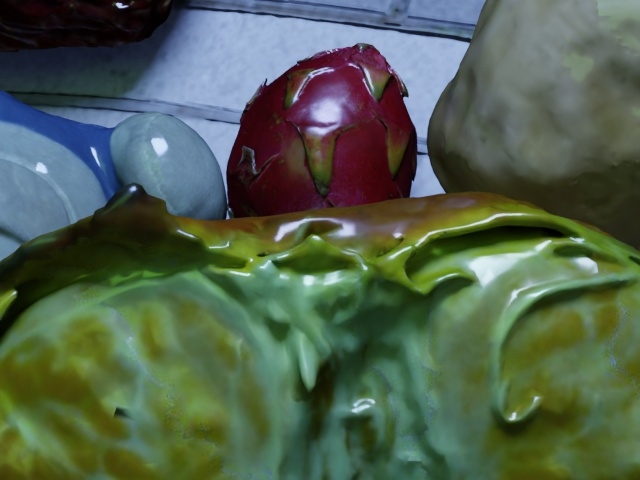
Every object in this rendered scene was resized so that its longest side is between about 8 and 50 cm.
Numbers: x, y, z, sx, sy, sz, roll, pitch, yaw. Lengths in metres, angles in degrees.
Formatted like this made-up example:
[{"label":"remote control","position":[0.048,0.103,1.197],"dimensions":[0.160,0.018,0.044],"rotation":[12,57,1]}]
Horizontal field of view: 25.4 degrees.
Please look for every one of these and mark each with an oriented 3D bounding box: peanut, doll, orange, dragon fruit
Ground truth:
[{"label":"peanut","position":[0.213,-0.131,0.605],"dimensions":[0.387,0.169,0.192],"rotation":[-37,67,4]},{"label":"doll","position":[-0.165,0.044,0.643],"dimensions":[0.154,0.228,0.258],"rotation":[-38,35,50]},{"label":"orange","position":[0.001,0.122,0.534],"dimensions":[0.335,0.196,0.262],"rotation":[-10,75,-14]},{"label":"dragon fruit","position":[0.000,0.000,0.660],"dimensions":[0.094,0.094,0.190],"rotation":[-2,80,16]}]

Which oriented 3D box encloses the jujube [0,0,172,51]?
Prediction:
[{"label":"jujube","position":[-0.178,-0.178,0.755],"dimensions":[0.237,0.168,0.168],"rotation":[21,75,5]}]
